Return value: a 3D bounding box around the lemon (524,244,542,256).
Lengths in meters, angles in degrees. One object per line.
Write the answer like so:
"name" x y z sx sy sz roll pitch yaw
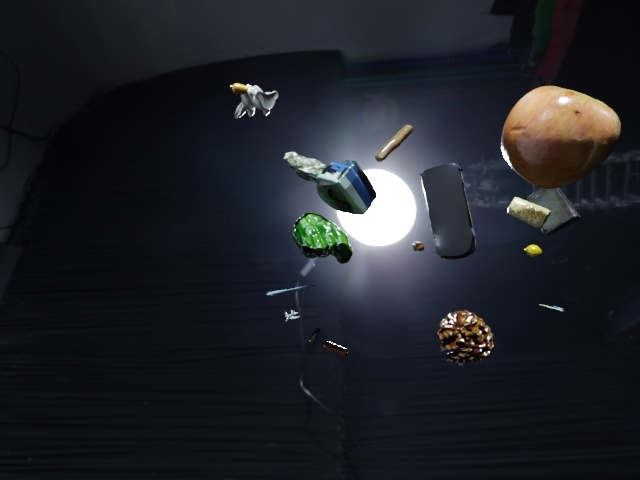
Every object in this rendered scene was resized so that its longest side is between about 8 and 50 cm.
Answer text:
"lemon" 1.203 0.058 2.372 0.065 0.092 0.065 -28 123 -54

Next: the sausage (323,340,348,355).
"sausage" 0.080 0.544 2.097 0.039 0.131 0.041 108 4 -51

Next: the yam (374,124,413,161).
"yam" 0.331 -0.435 1.880 0.241 0.057 0.057 -45 153 -20

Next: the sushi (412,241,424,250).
"sushi" 0.495 0.029 2.132 0.120 0.055 0.052 12 68 -86

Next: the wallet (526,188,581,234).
"wallet" 1.126 -0.164 2.054 0.045 0.172 0.318 36 34 -23

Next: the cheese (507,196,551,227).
"cheese" 0.968 -0.132 1.951 0.123 0.167 0.094 -9 126 -55

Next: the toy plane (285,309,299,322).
"toy plane" -0.144 0.367 2.020 0.083 0.078 0.031 -50 143 -46

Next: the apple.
"apple" 0.880 -0.386 1.579 0.391 0.391 0.346 -85 -165 -55

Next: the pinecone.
"pinecone" 0.568 0.378 1.670 0.221 0.221 0.221 -3 90 -84

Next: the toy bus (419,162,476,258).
"toy bus" 0.535 -0.106 1.712 0.162 0.171 0.386 19 61 -61

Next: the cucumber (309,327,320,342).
"cucumber" -0.034 0.569 2.529 0.135 0.033 0.034 -55 163 -49

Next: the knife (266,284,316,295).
"knife" -0.151 0.256 2.131 0.044 0.313 0.019 32 52 -46

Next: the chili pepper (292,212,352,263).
"chili pepper" -0.001 0.010 1.935 0.385 0.213 0.167 40 -21 56

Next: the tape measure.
"tape measure" 0.104 -0.244 1.961 0.138 0.262 0.259 -52 129 -18

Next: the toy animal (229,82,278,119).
"toy animal" -0.253 -0.492 1.488 0.131 0.182 0.127 -21 119 -41

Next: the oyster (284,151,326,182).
"oyster" -0.050 -0.354 2.112 0.268 0.198 0.112 23 93 -59

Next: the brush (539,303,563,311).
"brush" 0.837 0.241 1.519 0.084 0.016 0.013 12 -93 58
